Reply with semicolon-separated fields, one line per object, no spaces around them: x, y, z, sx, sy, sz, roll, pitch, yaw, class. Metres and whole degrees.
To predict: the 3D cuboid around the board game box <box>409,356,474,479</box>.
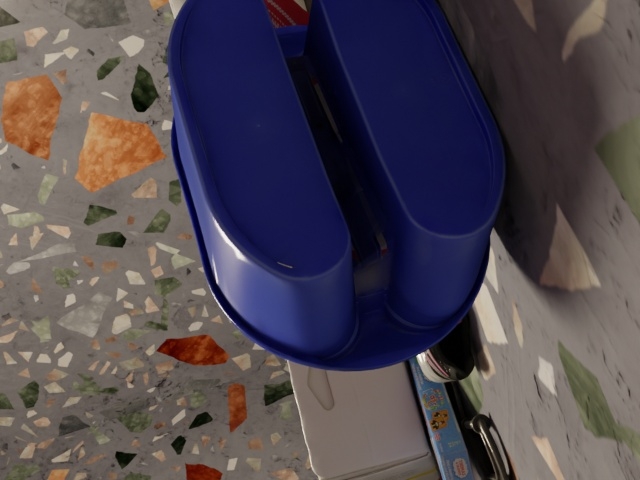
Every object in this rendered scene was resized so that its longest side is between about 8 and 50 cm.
0.163;0.259;1.127;0.211;0.039;0.160;-100;-7;-60;board game box

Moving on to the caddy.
0.005;-0.065;0.710;0.179;0.241;0.341;91;162;-64;caddy

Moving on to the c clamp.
0.187;0.237;1.026;0.160;0.022;0.137;104;149;-83;c clamp

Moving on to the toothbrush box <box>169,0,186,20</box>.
-0.211;-0.488;1.916;0.295;0.216;0.126;-144;36;-84;toothbrush box

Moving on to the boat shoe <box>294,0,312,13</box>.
-0.015;-0.264;1.159;0.109;0.091;0.305;9;126;43;boat shoe

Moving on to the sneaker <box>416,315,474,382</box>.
0.127;0.071;0.939;0.178;0.072;0.077;65;164;-4;sneaker

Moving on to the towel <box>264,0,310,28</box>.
0.002;-0.150;0.939;0.199;0.031;0.275;28;-140;-44;towel

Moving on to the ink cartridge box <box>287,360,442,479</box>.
0.070;0.249;1.342;0.384;0.160;0.279;64;-171;-67;ink cartridge box
